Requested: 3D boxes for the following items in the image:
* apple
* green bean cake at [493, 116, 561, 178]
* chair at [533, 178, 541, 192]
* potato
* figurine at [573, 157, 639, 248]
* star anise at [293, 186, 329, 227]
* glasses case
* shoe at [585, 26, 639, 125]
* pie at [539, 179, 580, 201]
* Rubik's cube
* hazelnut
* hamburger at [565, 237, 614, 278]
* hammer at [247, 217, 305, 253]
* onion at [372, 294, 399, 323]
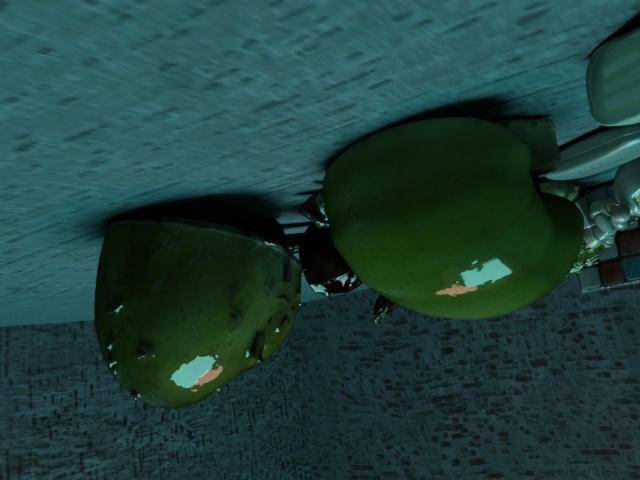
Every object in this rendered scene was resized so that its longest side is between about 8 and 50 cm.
[{"bbox_3d":[0.191,-0.027,1.077,0.360,0.320,0.311,-14,-175,43],"label":"apple"},{"bbox_3d":[0.274,-0.125,1.087,0.109,0.085,0.179,-7,172,-25],"label":"green bean cake"},{"bbox_3d":[0.274,-0.069,1.254,0.260,0.154,0.141,-13,170,5],"label":"chair"},{"bbox_3d":[-0.240,0.163,1.334,0.385,0.319,0.442,9,167,4],"label":"potato"},{"bbox_3d":[0.651,-0.101,1.464,0.182,0.144,0.256,0,152,-34],"label":"figurine"},{"bbox_3d":[0.048,-0.061,1.283,0.197,0.073,0.212,-1,175,-4],"label":"star anise"},{"bbox_3d":[0.487,-0.153,1.215,0.092,0.059,0.233,-7,172,-26],"label":"glasses case"},{"bbox_3d":[0.415,-0.194,0.667,0.160,0.132,0.363,-7,175,-9],"label":"shoe"},{"bbox_3d":[0.444,-0.072,1.627,0.337,0.075,0.337,-12,174,-1],"label":"pie"},{"bbox_3d":[0.800,-0.018,1.759,0.256,0.259,0.253,-1,167,-42],"label":"Rubik's cube"},{"bbox_3d":[0.046,0.029,1.427,0.170,0.160,0.201,-27,160,24],"label":"hazelnut"},{"bbox_3d":[0.582,-0.006,1.680,0.183,0.130,0.206,15,142,-30],"label":"hamburger"},{"bbox_3d":[0.000,0.000,1.596,0.409,0.095,0.242,-9,171,-18],"label":"hammer"},{"bbox_3d":[0.187,0.021,1.435,0.348,0.159,0.267,-28,151,-36],"label":"onion"}]
